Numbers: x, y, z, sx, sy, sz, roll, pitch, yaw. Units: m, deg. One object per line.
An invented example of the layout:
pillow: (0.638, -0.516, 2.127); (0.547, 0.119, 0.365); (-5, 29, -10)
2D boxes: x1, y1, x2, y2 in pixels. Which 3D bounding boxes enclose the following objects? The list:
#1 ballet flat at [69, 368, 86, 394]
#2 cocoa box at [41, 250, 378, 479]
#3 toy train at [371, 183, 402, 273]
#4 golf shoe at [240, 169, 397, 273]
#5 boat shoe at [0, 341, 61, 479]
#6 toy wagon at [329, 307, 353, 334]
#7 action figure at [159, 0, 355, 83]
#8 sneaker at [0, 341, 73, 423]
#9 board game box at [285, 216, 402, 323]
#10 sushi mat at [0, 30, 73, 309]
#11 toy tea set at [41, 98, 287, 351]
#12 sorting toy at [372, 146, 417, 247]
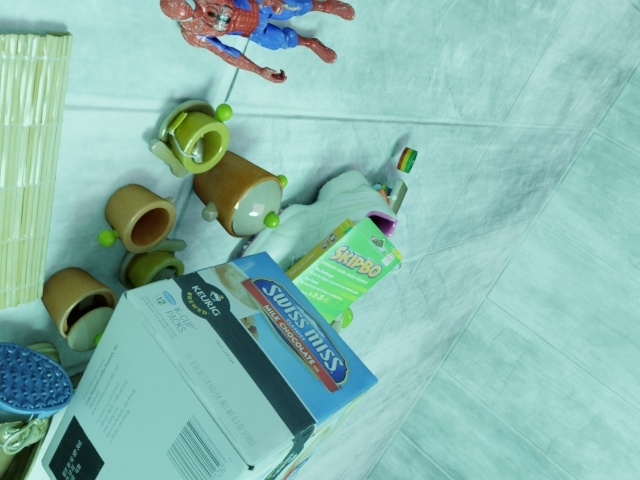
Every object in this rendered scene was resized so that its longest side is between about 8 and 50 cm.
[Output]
ballet flat: (-0.306, 0.211, 0.930); (0.206, 0.073, 0.067); (69, 35, -65)
cocoa box: (-0.145, 0.223, 0.795); (0.227, 0.231, 0.347); (-17, 148, -51)
toy train: (0.086, -0.015, 1.180); (0.125, 0.167, 0.046); (-16, 168, 23)
golf shoe: (0.000, 0.000, 1.063); (0.306, 0.140, 0.115); (-37, 153, -25)
boat shoe: (-0.381, 0.253, 0.804); (0.104, 0.089, 0.285); (-5, 128, -57)
toy wagon: (-0.010, 0.185, 1.258); (0.267, 0.068, 0.345); (-43, 146, -57)
action figure: (-0.039, -0.224, 0.699); (0.280, 0.139, 0.092); (-13, 134, -50)
sneaker: (-0.378, 0.156, 0.670); (0.090, 0.082, 0.232); (-34, 146, 25)
board game box: (0.002, 0.074, 1.032); (0.259, 0.039, 0.124); (-40, 130, 7)
sushi mat: (-0.314, -0.043, 0.601); (0.151, 0.019, 0.317); (-20, 140, -47)
toy tea set: (-0.172, 0.006, 0.786); (0.336, 0.124, 0.200); (-52, 156, 0)
sorting toy: (0.116, -0.048, 1.268); (0.275, 0.046, 0.132); (-67, 168, 3)
